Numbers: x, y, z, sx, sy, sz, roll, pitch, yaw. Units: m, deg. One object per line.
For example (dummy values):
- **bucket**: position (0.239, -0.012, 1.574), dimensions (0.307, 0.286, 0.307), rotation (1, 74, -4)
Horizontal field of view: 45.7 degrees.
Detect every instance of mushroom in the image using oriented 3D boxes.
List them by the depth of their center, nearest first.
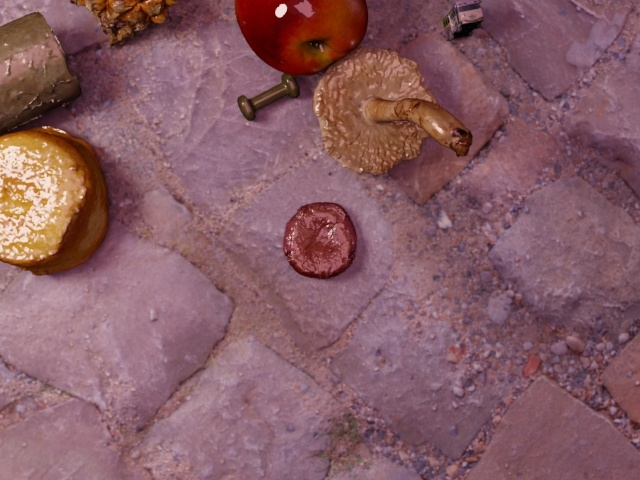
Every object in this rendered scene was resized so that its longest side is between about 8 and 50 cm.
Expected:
- **mushroom**: position (0.143, -0.248, 1.345), dimensions (0.208, 0.302, 0.233), rotation (-46, 110, -38)

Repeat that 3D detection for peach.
- **peach**: position (-0.034, -0.417, 1.351), dimensions (0.244, 0.199, 0.243), rotation (2, 62, -3)

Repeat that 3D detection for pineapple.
- **pineapple**: position (-0.393, -0.420, 1.323), dimensions (0.250, 0.164, 0.140), rotation (48, 39, 18)

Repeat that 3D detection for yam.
- **yam**: position (-0.574, -0.259, 1.296), dimensions (0.304, 0.168, 0.168), rotation (-27, 93, -8)

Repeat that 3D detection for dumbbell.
- **dumbbell**: position (-0.097, -0.269, 1.421), dimensions (0.118, 0.046, 0.052), rotation (-28, 98, -8)

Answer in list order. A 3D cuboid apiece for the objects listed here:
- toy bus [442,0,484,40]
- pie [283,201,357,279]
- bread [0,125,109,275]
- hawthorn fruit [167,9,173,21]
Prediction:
- **toy bus**: position (0.271, -0.422, 1.444), dimensions (0.052, 0.102, 0.058), rotation (-13, 89, -8)
- **pie**: position (0.000, 0.000, 1.435), dimensions (0.154, 0.038, 0.153), rotation (0, 87, -7)
- **bread**: position (-0.498, -0.072, 1.317), dimensions (0.269, 0.146, 0.268), rotation (0, 88, -4)
- **hawthorn fruit**: position (-0.273, -0.513, 1.361), dimensions (0.163, 0.162, 0.203), rotation (28, 104, -7)
